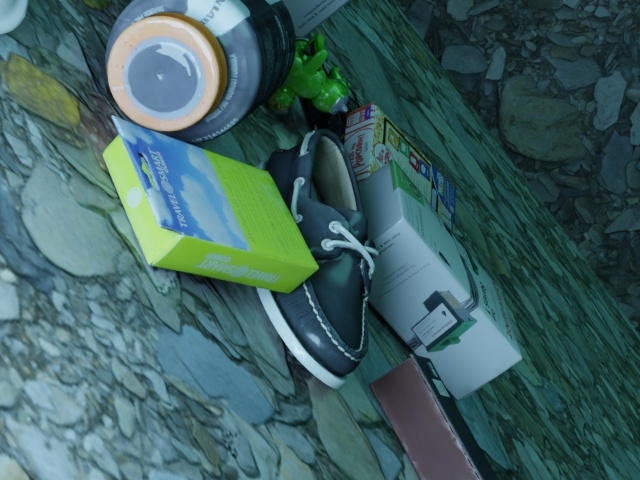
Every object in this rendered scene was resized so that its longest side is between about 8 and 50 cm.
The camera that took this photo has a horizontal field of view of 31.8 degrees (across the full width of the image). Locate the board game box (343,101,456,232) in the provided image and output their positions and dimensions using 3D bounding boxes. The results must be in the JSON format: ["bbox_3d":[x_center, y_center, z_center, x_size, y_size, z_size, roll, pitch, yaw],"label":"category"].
[{"bbox_3d":[0.099,-0.055,1.386,0.193,0.045,0.147,42,41,-37],"label":"board game box"}]

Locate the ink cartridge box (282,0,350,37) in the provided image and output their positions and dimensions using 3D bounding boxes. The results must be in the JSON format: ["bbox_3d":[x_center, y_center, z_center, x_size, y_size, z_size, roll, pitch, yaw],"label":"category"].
[{"bbox_3d":[-0.076,-0.464,1.655,0.307,0.129,0.223,50,17,-13],"label":"ink cartridge box"}]

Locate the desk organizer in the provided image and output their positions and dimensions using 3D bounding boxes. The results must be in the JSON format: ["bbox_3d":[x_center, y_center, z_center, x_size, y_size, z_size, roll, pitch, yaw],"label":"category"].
[{"bbox_3d":[0.100,0.170,1.001,0.130,0.050,0.047,61,17,23],"label":"desk organizer"}]

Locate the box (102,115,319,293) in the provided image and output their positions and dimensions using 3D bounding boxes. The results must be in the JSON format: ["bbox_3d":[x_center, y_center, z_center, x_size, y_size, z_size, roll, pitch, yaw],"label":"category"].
[{"bbox_3d":[-0.086,-0.023,0.844,0.178,0.042,0.109,16,39,-52],"label":"box"}]

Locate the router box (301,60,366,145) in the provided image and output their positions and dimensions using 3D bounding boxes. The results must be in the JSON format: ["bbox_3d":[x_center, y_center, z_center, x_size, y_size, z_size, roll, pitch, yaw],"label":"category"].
[{"bbox_3d":[0.031,-0.153,1.479,0.133,0.046,0.179,43,19,-36],"label":"router box"}]

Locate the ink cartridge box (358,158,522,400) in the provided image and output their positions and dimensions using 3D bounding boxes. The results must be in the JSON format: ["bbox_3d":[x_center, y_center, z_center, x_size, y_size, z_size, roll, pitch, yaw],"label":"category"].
[{"bbox_3d":[0.115,0.043,1.230,0.219,0.092,0.160,48,18,-21],"label":"ink cartridge box"}]

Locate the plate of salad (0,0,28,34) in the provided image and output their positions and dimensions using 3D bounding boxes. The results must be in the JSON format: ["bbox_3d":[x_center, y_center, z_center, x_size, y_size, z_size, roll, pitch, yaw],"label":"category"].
[{"bbox_3d":[-0.271,-0.224,0.755,0.200,0.048,0.200,53,22,-32],"label":"plate of salad"}]

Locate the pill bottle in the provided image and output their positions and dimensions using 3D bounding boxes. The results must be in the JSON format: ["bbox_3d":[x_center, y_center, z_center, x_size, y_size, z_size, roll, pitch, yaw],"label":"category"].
[{"bbox_3d":[-0.101,-0.155,0.948,0.130,0.130,0.245,52,16,-8],"label":"pill bottle"}]

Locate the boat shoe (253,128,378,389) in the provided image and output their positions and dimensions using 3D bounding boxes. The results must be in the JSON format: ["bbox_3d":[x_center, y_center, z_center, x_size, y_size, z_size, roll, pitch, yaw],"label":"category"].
[{"bbox_3d":[0.000,0.000,0.989,0.114,0.091,0.302,42,20,-37],"label":"boat shoe"}]

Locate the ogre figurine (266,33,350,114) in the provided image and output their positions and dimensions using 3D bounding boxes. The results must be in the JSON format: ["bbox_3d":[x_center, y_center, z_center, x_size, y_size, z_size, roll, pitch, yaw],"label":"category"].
[{"bbox_3d":[-0.036,-0.209,1.314,0.197,0.097,0.118,54,5,-31],"label":"ogre figurine"}]
